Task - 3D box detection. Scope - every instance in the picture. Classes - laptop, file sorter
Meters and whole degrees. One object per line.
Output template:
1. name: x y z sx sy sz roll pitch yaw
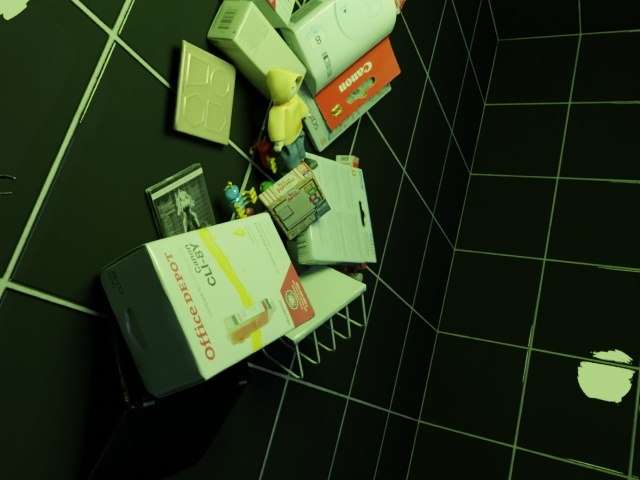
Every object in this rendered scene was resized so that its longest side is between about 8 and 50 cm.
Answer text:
1. laptop: -0.365 0.317 1.237 0.382 0.237 0.407 11 58 -61
2. file sorter: -0.026 0.227 1.576 0.278 0.193 0.173 -34 131 -32

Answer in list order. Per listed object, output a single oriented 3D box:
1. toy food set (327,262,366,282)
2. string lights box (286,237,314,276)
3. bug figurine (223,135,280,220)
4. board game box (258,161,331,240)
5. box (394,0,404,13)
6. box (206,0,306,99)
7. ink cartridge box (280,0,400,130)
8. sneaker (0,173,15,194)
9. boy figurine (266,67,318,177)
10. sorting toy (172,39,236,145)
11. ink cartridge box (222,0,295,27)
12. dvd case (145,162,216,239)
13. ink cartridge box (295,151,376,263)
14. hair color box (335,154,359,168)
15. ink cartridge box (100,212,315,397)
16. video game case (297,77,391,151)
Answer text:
1. toy food set: 0.124 0.096 1.972 0.232 0.105 0.111 35 65 -58
2. string lights box: 0.000 0.000 1.760 0.260 0.077 0.133 -45 133 -48
3. bug figurine: -0.166 -0.129 1.443 0.216 0.072 0.279 77 30 -42
4. board game box: -0.062 -0.097 1.447 0.147 0.045 0.193 -38 150 -5
5. box: 0.113 -0.738 1.625 0.122 0.257 0.128 -67 148 -32
6. box: -0.150 -0.460 1.369 0.275 0.094 0.113 38 72 -58
7. ink cartridge box: 0.093 -0.526 1.556 0.308 0.091 0.385 -42 137 -9
8. sneaker: -0.533 -0.097 0.774 0.170 0.089 0.051 21 78 -60
9. boy figurine: -0.072 -0.303 1.405 0.177 0.092 0.285 -51 145 -45
10. sorting toy: -0.267 -0.330 1.265 0.208 0.038 0.192 4 92 -65
11. ink cartridge box: -0.138 -0.623 1.333 0.128 0.128 0.176 35 65 -57
12. dvd case: -0.307 -0.045 1.264 0.164 0.018 0.221 -43 133 -48
13. ink cartridge box: 0.037 -0.085 1.690 0.330 0.072 0.323 7 71 -53
14. hair color box: 0.082 -0.214 1.869 0.043 0.072 0.141 13 85 -60
15. ink cartridge box: -0.218 0.119 1.171 0.385 0.161 0.279 -21 86 -57
16. video game case: 0.056 -0.476 1.661 0.329 0.036 0.300 -43 139 -12
